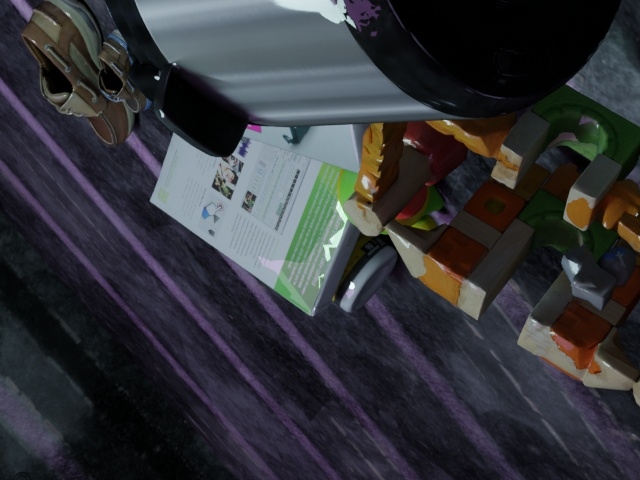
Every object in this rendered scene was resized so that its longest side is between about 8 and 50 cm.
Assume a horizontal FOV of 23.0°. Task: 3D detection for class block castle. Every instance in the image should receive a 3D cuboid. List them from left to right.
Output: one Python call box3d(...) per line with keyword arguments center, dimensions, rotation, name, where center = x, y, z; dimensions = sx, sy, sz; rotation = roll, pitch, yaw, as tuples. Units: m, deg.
box3d(center=(0.262, -0.053, 1.616), dimensions=(0.453, 0.213, 0.303), rotation=(32, 149, 17), name="block castle")

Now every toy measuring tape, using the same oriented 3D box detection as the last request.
box3d(center=(0.048, -0.110, 2.021), dimensions=(0.121, 0.121, 0.330), rotation=(9, 140, 57), name="toy measuring tape")

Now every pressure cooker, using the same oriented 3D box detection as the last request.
box3d(center=(0.011, -0.283, 1.354), dimensions=(0.420, 0.370, 0.376), rotation=(1, 110, 47), name="pressure cooker")

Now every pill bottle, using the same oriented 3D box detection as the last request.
box3d(center=(0.000, 0.000, 2.313), dimensions=(0.208, 0.119, 0.119), rotation=(38, 159, 13), name="pill bottle")

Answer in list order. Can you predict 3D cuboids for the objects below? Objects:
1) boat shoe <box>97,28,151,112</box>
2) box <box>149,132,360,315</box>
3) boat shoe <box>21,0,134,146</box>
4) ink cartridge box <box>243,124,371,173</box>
box3d(center=(-0.317, -0.256, 2.476), dimensions=(0.066, 0.066, 0.183), rotation=(33, 157, 27), name="boat shoe")
box3d(center=(-0.082, -0.074, 2.238), dimensions=(0.322, 0.058, 0.232), rotation=(36, 120, 24), name="box")
box3d(center=(-0.402, -0.262, 2.549), dimensions=(0.123, 0.116, 0.324), rotation=(28, 155, 35), name="boat shoe")
box3d(center=(-0.041, -0.226, 1.940), dimensions=(0.275, 0.060, 0.239), rotation=(21, 132, 46), name="ink cartridge box")
